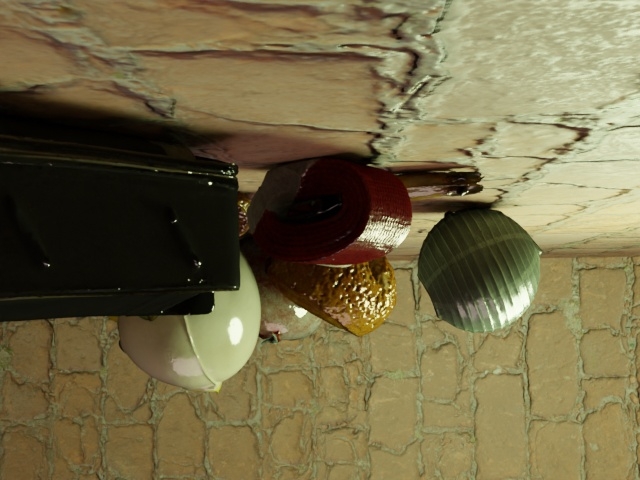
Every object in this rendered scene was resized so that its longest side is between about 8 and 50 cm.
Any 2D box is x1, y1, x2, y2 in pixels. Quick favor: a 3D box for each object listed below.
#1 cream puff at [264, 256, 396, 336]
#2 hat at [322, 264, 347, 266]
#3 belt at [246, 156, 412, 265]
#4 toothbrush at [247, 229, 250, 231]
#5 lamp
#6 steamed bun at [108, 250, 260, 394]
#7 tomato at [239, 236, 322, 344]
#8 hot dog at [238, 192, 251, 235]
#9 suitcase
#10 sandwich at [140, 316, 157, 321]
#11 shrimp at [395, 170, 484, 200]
[{"bbox_3d":[0.037,0.078,1.787,0.303,0.212,0.303,32,174,4],"label":"cream puff"},{"bbox_3d":[0.000,0.000,1.393,0.220,0.164,0.226,2,153,-22],"label":"hat"},{"bbox_3d":[0.015,-0.033,1.006,0.201,0.128,0.124,-6,172,39],"label":"belt"},{"bbox_3d":[-0.157,-0.026,1.753,0.220,0.016,0.019,3,176,-41],"label":"toothbrush"},{"bbox_3d":[0.303,0.056,1.495,0.233,0.265,0.233,-18,-150,11],"label":"lamp"},{"bbox_3d":[-0.280,0.137,1.689,0.334,0.333,0.374,0,-148,-7],"label":"steamed bun"},{"bbox_3d":[-0.129,0.131,2.036,0.317,0.282,0.316,12,177,1],"label":"tomato"},{"bbox_3d":[-0.164,-0.041,1.278,0.099,0.065,0.147,12,171,-35],"label":"hot dog"},{"bbox_3d":[-0.296,-0.012,0.775,0.283,0.194,0.434,-5,174,43],"label":"suitcase"},{"bbox_3d":[-0.404,0.015,1.461,0.301,0.162,0.250,15,150,25],"label":"sandwich"},{"bbox_3d":[0.137,-0.071,1.092,0.180,0.041,0.099,-4,176,26],"label":"shrimp"}]
